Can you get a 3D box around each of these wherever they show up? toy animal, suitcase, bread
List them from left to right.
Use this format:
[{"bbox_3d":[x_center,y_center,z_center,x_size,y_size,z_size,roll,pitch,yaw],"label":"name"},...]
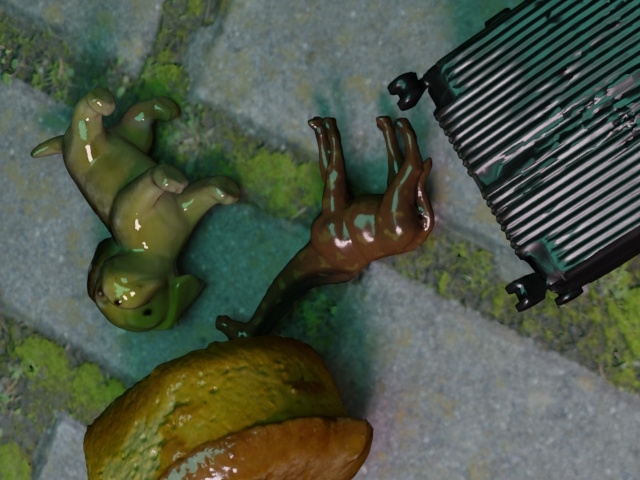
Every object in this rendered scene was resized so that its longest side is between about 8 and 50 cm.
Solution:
[{"bbox_3d":[-0.180,-0.033,1.443,0.168,0.121,0.233,-36,73,31],"label":"toy animal"},{"bbox_3d":[-0.084,0.189,1.333,0.268,0.268,0.146,-30,66,20],"label":"bread"},{"bbox_3d":[0.000,0.000,1.387,0.224,0.066,0.230,1,95,24],"label":"toy animal"},{"bbox_3d":[0.263,-0.120,1.224,0.335,0.152,0.229,-34,77,19],"label":"suitcase"}]
